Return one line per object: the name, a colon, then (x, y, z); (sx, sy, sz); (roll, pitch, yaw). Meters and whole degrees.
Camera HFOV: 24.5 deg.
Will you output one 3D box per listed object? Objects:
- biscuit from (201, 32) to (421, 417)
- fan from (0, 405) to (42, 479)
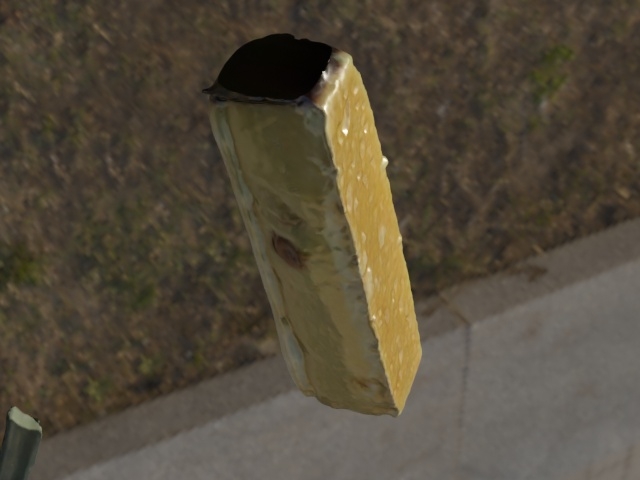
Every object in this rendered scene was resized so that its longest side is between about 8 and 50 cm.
biscuit: (0.000, 0.000, 0.616); (0.188, 0.056, 0.052); (74, 28, -42)
fan: (-0.139, 0.180, 0.551); (0.229, 0.335, 0.011); (33, 120, -19)
